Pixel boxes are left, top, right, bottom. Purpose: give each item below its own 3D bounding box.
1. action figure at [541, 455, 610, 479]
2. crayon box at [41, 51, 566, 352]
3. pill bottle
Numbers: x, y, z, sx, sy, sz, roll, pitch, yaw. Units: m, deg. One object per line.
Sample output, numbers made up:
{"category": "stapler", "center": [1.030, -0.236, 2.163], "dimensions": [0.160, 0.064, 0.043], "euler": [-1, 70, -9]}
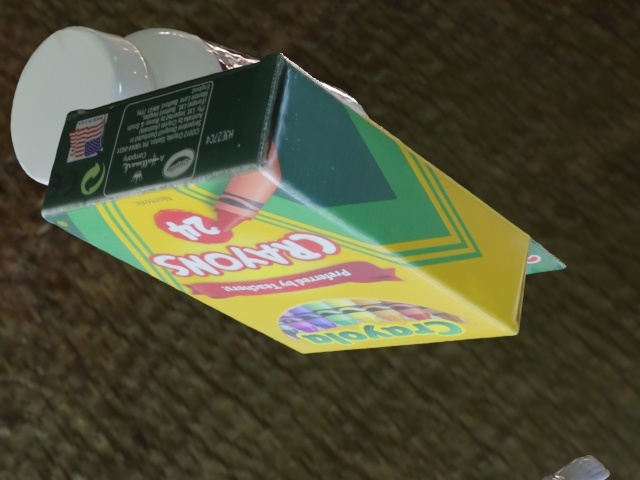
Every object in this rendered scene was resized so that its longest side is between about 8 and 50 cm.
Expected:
{"category": "action figure", "center": [0.206, 0.350, 1.075], "dimensions": [0.330, 0.178, 0.341], "euler": [-91, -168, -83]}
{"category": "crayon box", "center": [0.000, 0.000, 0.966], "dimensions": [0.202, 0.081, 0.318], "euler": [-10, 151, 41]}
{"category": "pill bottle", "center": [-0.101, -0.081, 1.194], "dimensions": [0.301, 0.169, 0.169], "euler": [12, 124, -49]}
